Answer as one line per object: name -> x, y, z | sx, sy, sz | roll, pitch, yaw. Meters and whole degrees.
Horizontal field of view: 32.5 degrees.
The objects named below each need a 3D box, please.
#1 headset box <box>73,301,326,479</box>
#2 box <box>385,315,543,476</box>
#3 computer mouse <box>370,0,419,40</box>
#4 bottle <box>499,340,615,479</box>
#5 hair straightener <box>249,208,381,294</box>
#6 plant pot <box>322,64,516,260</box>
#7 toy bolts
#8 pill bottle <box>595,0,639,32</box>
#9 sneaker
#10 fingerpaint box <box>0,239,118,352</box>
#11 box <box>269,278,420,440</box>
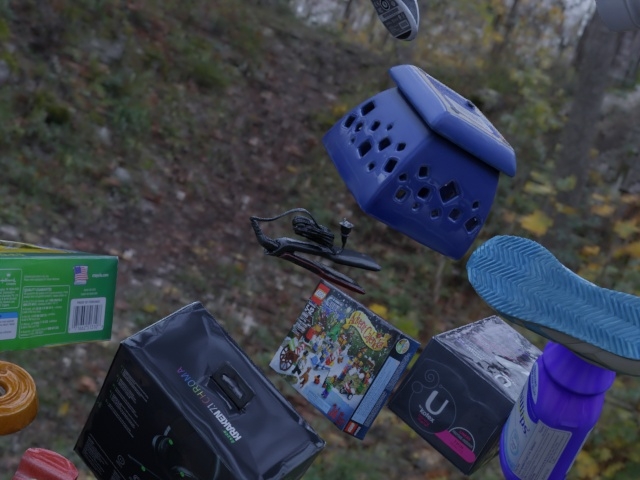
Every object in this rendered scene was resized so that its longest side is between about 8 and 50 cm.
headset box -> -0.157, 0.252, 1.359 | 0.246, 0.283, 0.131 | 46, 46, 17
box -> 0.248, 0.232, 1.694 | 0.165, 0.143, 0.270 | 39, 20, 21
computer mouse -> 0.086, -0.372, 1.559 | 0.193, 0.042, 0.106 | 56, -26, -13
bottle -> 0.307, 0.203, 1.400 | 0.092, 0.283, 0.118 | 11, 43, -2
hair straightener -> 0.000, 0.000, 1.443 | 0.230, 0.089, 0.047 | 26, 14, -40
plant pot -> 0.177, -0.143, 1.844 | 0.236, 0.212, 0.236 | 26, 21, -34
toy bolts -> -0.373, 0.274, 1.227 | 0.228, 0.158, 0.218 | 29, 36, 13
pill bottle -> 0.514, -0.349, 1.342 | 0.334, 0.188, 0.188 | -2, -15, 33
sneaker -> 0.250, 0.074, 1.129 | 0.228, 0.087, 0.092 | 30, -13, 31
fingerpaint box -> -0.620, 0.077, 1.812 | 0.371, 0.163, 0.445 | 7, 2, 28
box -> 0.030, 0.168, 1.602 | 0.044, 0.159, 0.233 | 30, 1, -34
